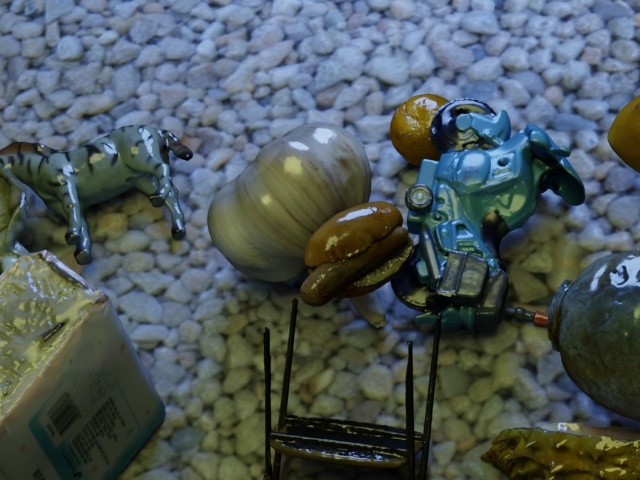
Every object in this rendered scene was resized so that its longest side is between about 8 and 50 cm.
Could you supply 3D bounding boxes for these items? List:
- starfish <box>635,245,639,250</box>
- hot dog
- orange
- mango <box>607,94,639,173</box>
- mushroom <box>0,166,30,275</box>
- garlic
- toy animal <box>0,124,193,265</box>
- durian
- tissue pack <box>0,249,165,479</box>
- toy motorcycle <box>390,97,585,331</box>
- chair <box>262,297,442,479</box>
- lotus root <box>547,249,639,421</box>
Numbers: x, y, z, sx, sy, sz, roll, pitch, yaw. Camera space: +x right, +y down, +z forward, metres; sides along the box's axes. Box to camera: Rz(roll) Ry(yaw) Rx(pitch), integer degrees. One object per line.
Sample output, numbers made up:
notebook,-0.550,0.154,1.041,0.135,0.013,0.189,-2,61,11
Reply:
starfish,0.489,0.072,1.826,0.375,0.094,0.327,-30,72,9
hot dog,0.033,0.015,1.858,0.140,0.090,0.060,-20,20,-20
orange,0.120,-0.124,2.037,0.083,0.070,0.083,-9,63,18
mango,0.429,-0.116,1.921,0.252,0.154,0.126,-5,69,0
mushroom,-0.400,0.033,2.006,0.344,0.130,0.247,29,63,22
garlic,0.000,0.000,1.937,0.199,0.199,0.226,-36,84,-12
toy animal,-0.269,-0.054,2.059,0.255,0.090,0.170,-4,55,5
durian,0.288,0.222,1.724,0.305,0.196,0.186,11,68,15
tissue pack,-0.275,0.161,1.815,0.124,0.271,0.201,27,67,22
toy motorcycle,0.182,-0.023,1.936,0.182,0.123,0.272,12,67,11
chair,0.023,0.199,1.811,0.158,0.172,0.247,5,103,14
lotus root,0.375,0.095,1.730,0.349,0.175,0.175,2,58,29
